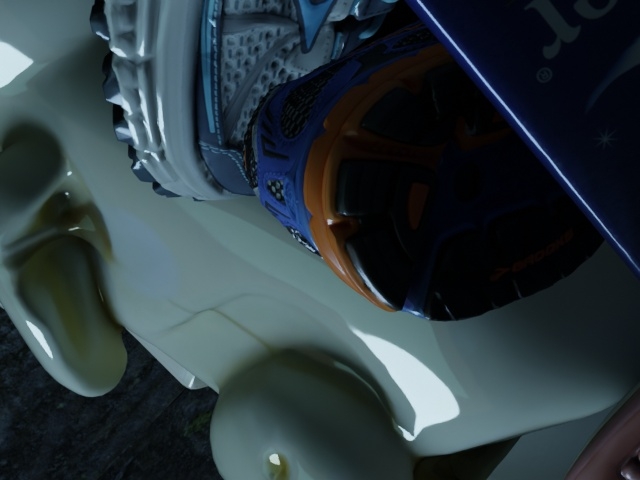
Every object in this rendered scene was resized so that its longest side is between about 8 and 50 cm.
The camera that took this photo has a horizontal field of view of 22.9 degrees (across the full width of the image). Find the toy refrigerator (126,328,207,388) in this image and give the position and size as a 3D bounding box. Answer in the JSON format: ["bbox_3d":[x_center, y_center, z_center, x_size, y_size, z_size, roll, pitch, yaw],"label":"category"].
[{"bbox_3d":[0.000,0.000,0.991,0.269,0.094,0.102,-13,-136,-44],"label":"toy refrigerator"}]

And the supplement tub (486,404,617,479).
[{"bbox_3d":[0.148,0.116,1.008,0.191,0.191,0.272,41,173,24],"label":"supplement tub"}]

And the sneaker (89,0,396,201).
[{"bbox_3d":[0.002,-0.097,0.423,0.122,0.110,0.283,5,150,6],"label":"sneaker"}]

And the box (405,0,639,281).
[{"bbox_3d":[0.092,-0.069,0.336,0.225,0.136,0.036,46,-174,-27],"label":"box"}]

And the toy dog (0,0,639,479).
[{"bbox_3d":[-0.043,-0.060,0.684,0.408,0.284,0.395,44,159,3],"label":"toy dog"}]

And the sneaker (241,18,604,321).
[{"bbox_3d":[0.073,-0.043,0.437,0.087,0.221,0.083,21,117,51],"label":"sneaker"}]

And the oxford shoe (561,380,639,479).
[{"bbox_3d":[0.150,0.107,0.613,0.140,0.397,0.146,28,-142,0],"label":"oxford shoe"}]
